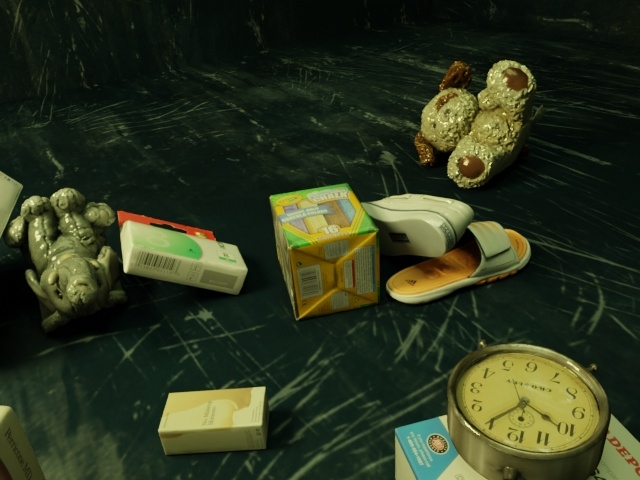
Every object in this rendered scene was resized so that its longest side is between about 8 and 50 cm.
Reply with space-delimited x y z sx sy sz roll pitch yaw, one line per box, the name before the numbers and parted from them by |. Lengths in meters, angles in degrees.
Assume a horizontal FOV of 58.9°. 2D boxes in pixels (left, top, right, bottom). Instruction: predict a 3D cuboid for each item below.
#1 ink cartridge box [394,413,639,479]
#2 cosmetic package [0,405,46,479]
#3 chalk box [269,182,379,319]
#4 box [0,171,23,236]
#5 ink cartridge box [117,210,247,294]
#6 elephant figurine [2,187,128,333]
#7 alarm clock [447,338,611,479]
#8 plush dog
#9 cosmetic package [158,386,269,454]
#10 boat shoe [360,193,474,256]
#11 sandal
ink cartridge box | 0.187 0.224 0.513 0.202 0.086 0.148 -12 31 -10
cosmetic package | -0.342 0.286 0.428 0.129 0.153 0.296 -2 32 3
chalk box | 0.000 0.000 0.882 0.131 0.133 0.213 -10 32 -8
box | -0.550 0.049 0.830 0.232 0.058 0.322 -47 30 11
ink cartridge box | -0.231 -0.003 0.927 0.180 0.056 0.225 14 22 -28
elephant figurine | -0.367 0.056 0.838 0.169 0.186 0.240 -38 60 10
alarm clock | 0.166 0.160 0.475 0.129 0.064 0.192 10 31 25
plush dog | 0.321 -0.247 1.209 0.225 0.263 0.210 30 11 31
cosmetic package | -0.118 0.203 0.641 0.114 0.041 0.060 -5 30 1
boat shoe | 0.136 -0.029 0.902 0.084 0.095 0.258 -36 26 -22
sandal | 0.219 0.020 0.868 0.265 0.076 0.102 -20 34 -24
